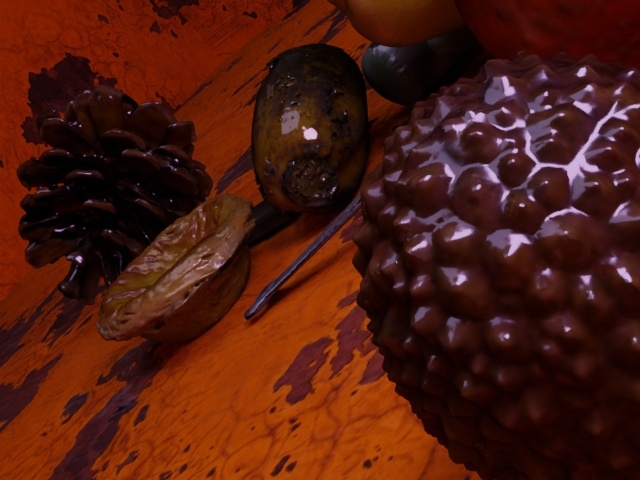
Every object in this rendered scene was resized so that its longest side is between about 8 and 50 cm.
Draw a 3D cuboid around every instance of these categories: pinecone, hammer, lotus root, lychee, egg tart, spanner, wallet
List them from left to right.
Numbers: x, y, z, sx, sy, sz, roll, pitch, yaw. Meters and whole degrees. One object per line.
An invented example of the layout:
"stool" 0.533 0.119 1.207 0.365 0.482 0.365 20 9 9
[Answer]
"pinecone" -0.387 -0.061 1.660 0.384 0.384 0.384 -37 18 14
"egg tart" -0.191 0.057 1.325 0.295 0.116 0.295 -35 18 13
"wallet" -0.107 -0.025 1.474 0.198 0.031 0.110 -31 20 29
"lotus root" -0.010 -0.176 1.370 0.397 0.179 0.196 -88 10 -60
"spanner" 0.000 0.000 1.126 0.302 0.017 0.071 -45 6 29
"hammer" 0.215 -0.296 1.341 0.206 0.119 0.335 -49 26 -20
"lychee" 0.143 0.012 0.517 0.267 0.267 0.267 -37 18 14

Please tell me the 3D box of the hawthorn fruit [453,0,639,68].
"hawthorn fruit" 0.274 -0.331 0.879 0.403 0.403 0.403 -37 18 14

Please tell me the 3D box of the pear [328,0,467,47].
"pear" 0.147 -0.455 1.176 0.418 0.362 0.362 -49 18 -1
